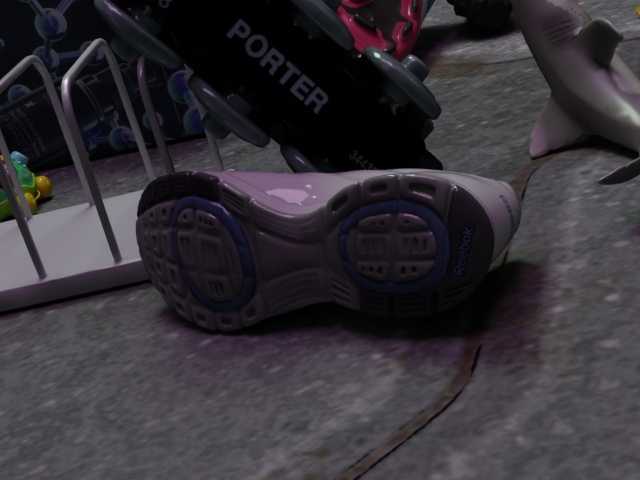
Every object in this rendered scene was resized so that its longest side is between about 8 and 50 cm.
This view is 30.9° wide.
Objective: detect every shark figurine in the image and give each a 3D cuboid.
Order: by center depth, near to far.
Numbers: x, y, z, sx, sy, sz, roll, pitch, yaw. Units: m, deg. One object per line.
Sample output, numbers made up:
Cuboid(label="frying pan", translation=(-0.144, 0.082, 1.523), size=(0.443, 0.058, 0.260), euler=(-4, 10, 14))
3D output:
Cuboid(label="shark figurine", translation=(0.215, -0.098, 0.916), size=(0.116, 0.166, 0.278), euler=(-38, 36, 11))

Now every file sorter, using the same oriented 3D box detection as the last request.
Cuboid(label="file sorter", translation=(-0.233, -0.061, 0.984), size=(0.277, 0.173, 0.193), euler=(-12, 21, 8))

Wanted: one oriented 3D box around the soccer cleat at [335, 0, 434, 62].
Cuboid(label="soccer cleat", translation=(0.068, -0.255, 1.391), size=(0.116, 0.143, 0.331), euler=(30, 54, 6))

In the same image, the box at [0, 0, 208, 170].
Cuboid(label="box", translation=(-0.319, -0.255, 1.371), size=(0.395, 0.294, 0.212), euler=(-11, 21, 13))

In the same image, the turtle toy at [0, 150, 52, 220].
Cuboid(label="turtle toy", translation=(-0.338, -0.052, 1.181), size=(0.095, 0.066, 0.130), euler=(-12, 21, 10))

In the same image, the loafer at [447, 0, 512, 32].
Cuboid(label="loafer", translation=(0.195, -0.321, 1.462), size=(0.078, 0.076, 0.223), euler=(21, 24, -6))

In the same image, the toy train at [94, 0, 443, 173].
Cuboid(label="toy train", translation=(-0.045, -0.149, 0.905), size=(0.142, 0.334, 0.190), euler=(-49, 20, 6))

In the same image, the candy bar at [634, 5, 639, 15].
Cuboid(label="candy bar", translation=(0.427, -0.268, 1.265), size=(0.161, 0.018, 0.040), euler=(-13, 24, 6))

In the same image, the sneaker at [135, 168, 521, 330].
Cuboid(label="sneaker", translation=(0.000, 0.000, 0.799), size=(0.297, 0.111, 0.129), euler=(3, 12, 32))
